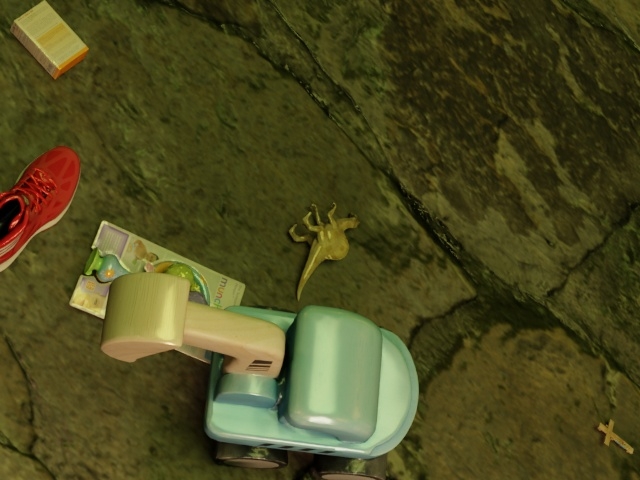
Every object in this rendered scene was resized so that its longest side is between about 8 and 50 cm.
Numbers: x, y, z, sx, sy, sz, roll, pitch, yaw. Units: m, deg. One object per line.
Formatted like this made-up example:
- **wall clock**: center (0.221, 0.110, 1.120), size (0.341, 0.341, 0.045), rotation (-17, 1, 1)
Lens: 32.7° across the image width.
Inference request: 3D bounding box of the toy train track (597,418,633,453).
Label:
- **toy train track**: center (0.497, 0.336, 1.849), size (0.083, 0.014, 0.048), rotation (38, 54, -16)

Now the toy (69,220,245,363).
- **toy**: center (-0.223, 0.073, 1.568), size (0.237, 0.056, 0.137), rotation (24, 66, -17)

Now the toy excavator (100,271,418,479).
- **toy excavator**: center (-0.060, 0.155, 1.399), size (0.433, 0.445, 0.222), rotation (9, 69, -9)

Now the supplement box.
- **supplement box**: center (-0.401, -0.297, 1.618), size (0.098, 0.036, 0.062), rotation (48, 60, -4)

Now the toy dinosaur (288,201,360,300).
- **toy dinosaur**: center (0.000, 0.000, 1.701), size (0.092, 0.053, 0.183), rotation (44, 60, -8)

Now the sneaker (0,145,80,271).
- **sneaker**: center (-0.389, -0.055, 1.489), size (0.087, 0.128, 0.221), rotation (35, 63, -12)
